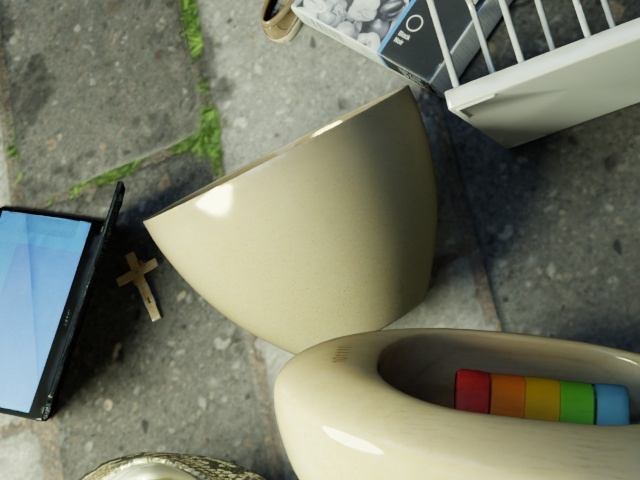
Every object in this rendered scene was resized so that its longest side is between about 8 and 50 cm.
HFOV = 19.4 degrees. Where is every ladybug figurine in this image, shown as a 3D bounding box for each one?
[{"bbox_3d":[0.180,0.188,1.574,0.449,0.305,0.162,7,107,7],"label":"ladybug figurine"}]

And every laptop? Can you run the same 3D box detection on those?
[{"bbox_3d":[-0.310,0.058,1.958,0.136,0.264,0.234,17,75,-6],"label":"laptop"}]

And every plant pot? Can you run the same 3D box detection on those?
[{"bbox_3d":[0.000,0.000,1.777,0.284,0.284,0.191,-26,94,14],"label":"plant pot"}]

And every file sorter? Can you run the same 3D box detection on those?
[{"bbox_3d":[0.254,-0.226,1.744,0.277,0.193,0.173,-19,76,18],"label":"file sorter"}]

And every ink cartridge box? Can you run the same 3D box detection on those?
[{"bbox_3d":[0.106,-0.279,1.954,0.206,0.045,0.208,32,83,33],"label":"ink cartridge box"}]

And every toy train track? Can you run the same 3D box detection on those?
[{"bbox_3d":[-0.186,0.050,1.975,0.048,0.014,0.083,-28,64,5],"label":"toy train track"}]

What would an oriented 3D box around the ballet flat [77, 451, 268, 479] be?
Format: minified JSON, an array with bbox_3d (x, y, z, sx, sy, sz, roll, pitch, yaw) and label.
[{"bbox_3d":[-0.074,0.278,1.609,0.482,0.182,0.164,17,78,32],"label":"ballet flat"}]

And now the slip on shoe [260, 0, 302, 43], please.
[{"bbox_3d":[-0.028,-0.281,2.022,0.051,0.041,0.135,21,79,32],"label":"slip on shoe"}]
